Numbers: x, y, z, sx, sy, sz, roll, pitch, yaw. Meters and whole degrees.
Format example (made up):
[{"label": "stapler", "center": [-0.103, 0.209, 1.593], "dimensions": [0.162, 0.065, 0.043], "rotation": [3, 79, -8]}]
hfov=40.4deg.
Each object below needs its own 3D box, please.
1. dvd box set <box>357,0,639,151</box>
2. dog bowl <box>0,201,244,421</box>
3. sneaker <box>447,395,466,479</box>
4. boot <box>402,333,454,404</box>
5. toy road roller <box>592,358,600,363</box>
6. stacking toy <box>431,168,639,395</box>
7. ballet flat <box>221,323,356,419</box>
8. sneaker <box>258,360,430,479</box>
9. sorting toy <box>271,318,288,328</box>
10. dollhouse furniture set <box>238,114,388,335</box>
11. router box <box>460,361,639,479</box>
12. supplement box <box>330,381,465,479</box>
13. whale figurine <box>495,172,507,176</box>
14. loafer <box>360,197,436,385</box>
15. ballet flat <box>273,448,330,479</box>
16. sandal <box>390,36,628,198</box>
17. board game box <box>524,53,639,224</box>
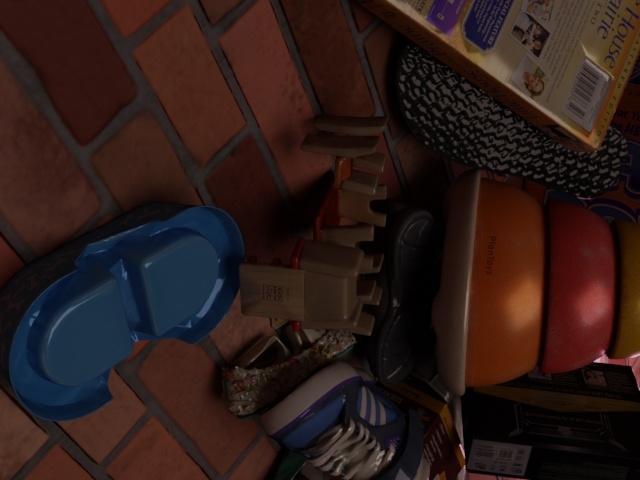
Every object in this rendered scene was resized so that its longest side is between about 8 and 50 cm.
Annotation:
[{"label": "dvd box set", "center": [0.280, -0.348, 1.177], "dimensions": [0.420, 0.062, 0.307], "rotation": [26, 84, -29]}, {"label": "dog bowl", "center": [-0.211, 0.061, 0.916], "dimensions": [0.297, 0.074, 0.166], "rotation": [-33, 131, -36]}, {"label": "sneaker", "center": [0.279, 0.382, 1.669], "dimensions": [0.151, 0.094, 0.255], "rotation": [-16, 118, -40]}, {"label": "boot", "center": [0.264, 0.199, 1.494], "dimensions": [0.208, 0.190, 0.076], "rotation": [-44, 140, -37]}, {"label": "toy road roller", "center": [0.463, 0.224, 1.750], "dimensions": [0.240, 0.203, 0.329], "rotation": [-50, 143, -45]}, {"label": "stacking toy", "center": [0.417, 0.080, 1.308], "dimensions": [0.350, 0.480, 0.350], "rotation": [5, 90, -79]}, {"label": "ballet flat", "center": [-0.040, 0.157, 1.178], "dimensions": [0.241, 0.091, 0.077], "rotation": [-28, 99, -46]}, {"label": "sneaker", "center": [0.061, 0.296, 1.189], "dimensions": [0.130, 0.236, 0.323], "rotation": [-38, 163, 11]}, {"label": "sorting toy", "center": [-0.036, 0.079, 1.193], "dimensions": [0.083, 0.012, 0.062], "rotation": [-30, 129, -39]}, {"label": "dollhouse furniture set", "center": [0.000, 0.000, 1.083], "dimensions": [0.259, 0.135, 0.262], "rotation": [-67, 159, -60]}, {"label": "router box", "center": [0.400, 0.303, 1.496], "dimensions": [0.243, 0.309, 0.081], "rotation": [-79, 175, -59]}, {"label": "supplement box", "center": [0.124, 0.367, 1.444], "dimensions": [0.194, 0.129, 0.191], "rotation": [-49, 139, -23]}, {"label": "whale figurine", "center": [0.352, -0.231, 1.408], "dimensions": [0.216, 0.141, 0.272], "rotation": [25, 89, -54]}, {"label": "loafer", "center": [0.108, 0.075, 1.311], "dimensions": [0.109, 0.095, 0.302], "rotation": [-18, 125, -34]}, {"label": "ballet flat", "center": [-0.035, 0.373, 1.284], "dimensions": [0.247, 0.087, 0.083], "rotation": [-53, 141, -19]}, {"label": "sandal", "center": [0.271, -0.179, 1.312], "dimensions": [0.446, 0.107, 0.167], "rotation": [22, 104, -29]}, {"label": "board game box", "center": [0.626, -0.143, 1.614], "dimensions": [0.356, 0.356, 0.356], "rotation": [-29, 129, -40]}]
